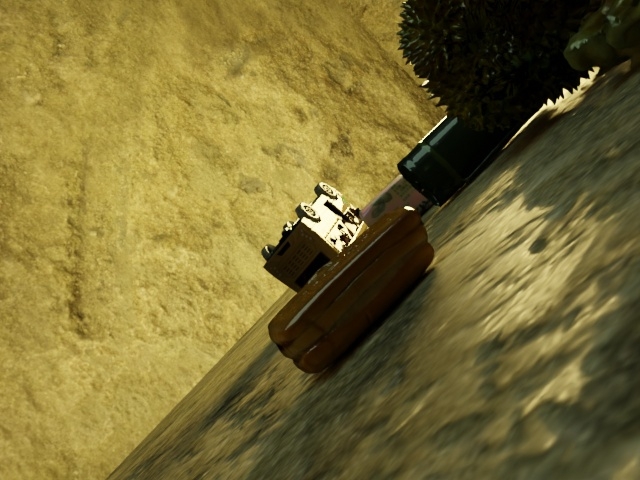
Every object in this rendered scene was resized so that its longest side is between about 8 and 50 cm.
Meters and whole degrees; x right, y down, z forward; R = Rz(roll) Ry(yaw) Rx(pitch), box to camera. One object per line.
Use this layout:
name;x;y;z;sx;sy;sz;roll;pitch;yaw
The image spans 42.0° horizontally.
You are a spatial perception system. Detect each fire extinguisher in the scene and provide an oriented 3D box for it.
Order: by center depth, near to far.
fire extinguisher;0.245;-0.177;1.195;0.294;0.093;0.118;-44;27;-2

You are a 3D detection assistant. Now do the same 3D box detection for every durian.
durian;0.229;-0.277;1.050;0.291;0.291;0.224;-45;8;-2

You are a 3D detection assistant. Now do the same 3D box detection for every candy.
candy;0.140;-0.069;1.357;0.160;0.073;0.092;-44;6;1

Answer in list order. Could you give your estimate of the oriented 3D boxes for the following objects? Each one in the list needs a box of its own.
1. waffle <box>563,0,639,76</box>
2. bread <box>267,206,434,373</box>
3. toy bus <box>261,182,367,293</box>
waffle;0.382;-0.287;0.818;0.297;0.073;0.317;-45;4;-42
bread;0.034;0.049;0.857;0.200;0.077;0.116;-43;0;-13
toy bus;0.000;0.000;1.675;0.139;0.157;0.289;-49;2;21
